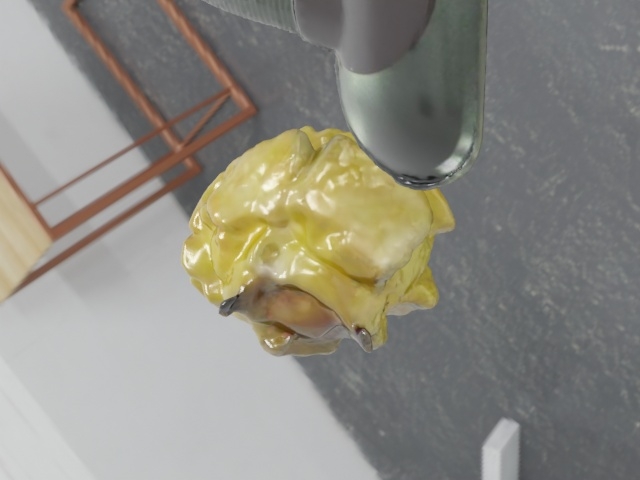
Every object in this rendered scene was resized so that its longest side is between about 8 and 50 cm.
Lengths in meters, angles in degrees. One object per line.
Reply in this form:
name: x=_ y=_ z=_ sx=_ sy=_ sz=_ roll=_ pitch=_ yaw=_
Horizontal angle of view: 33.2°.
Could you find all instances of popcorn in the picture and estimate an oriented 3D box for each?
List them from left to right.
popcorn: x=0.000 y=0.000 z=0.649 sx=0.148 sy=0.152 sz=0.167 roll=33 pitch=135 yaw=-28

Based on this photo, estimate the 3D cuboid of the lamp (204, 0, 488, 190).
lamp: x=-0.003 y=-0.179 z=0.400 sx=0.124 sy=0.283 sz=0.203 roll=5 pitch=127 yaw=-4
